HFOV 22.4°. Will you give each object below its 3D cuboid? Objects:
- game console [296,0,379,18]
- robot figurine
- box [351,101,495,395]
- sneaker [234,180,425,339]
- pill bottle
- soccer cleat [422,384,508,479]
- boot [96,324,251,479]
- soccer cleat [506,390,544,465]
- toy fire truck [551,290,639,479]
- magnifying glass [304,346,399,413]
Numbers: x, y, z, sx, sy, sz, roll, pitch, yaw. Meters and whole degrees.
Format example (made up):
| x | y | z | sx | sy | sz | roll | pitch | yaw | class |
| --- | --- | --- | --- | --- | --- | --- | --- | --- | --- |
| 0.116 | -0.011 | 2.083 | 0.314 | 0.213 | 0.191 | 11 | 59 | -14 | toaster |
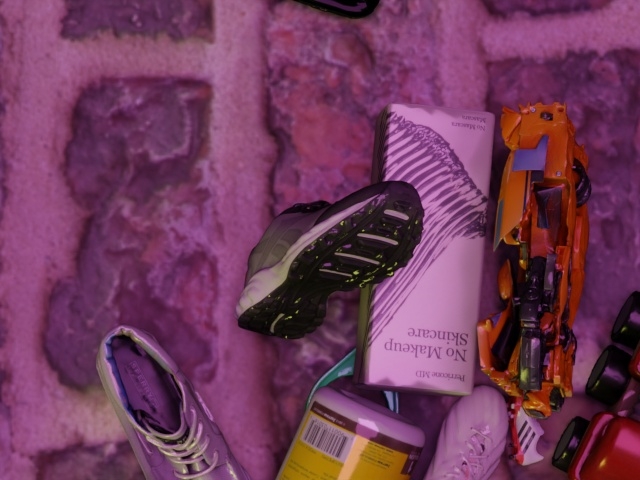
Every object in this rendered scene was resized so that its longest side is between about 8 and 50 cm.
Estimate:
| x | y | z | sx | sy | sz | roll | pitch | yaw | class |
| --- | --- | --- | --- | --- | --- | --- | --- | --- | --- |
| -0.100 | -0.336 | 1.656 | 0.361 | 0.044 | 0.213 | 18 | 82 | -1 | game console |
| 0.209 | 0.026 | 1.552 | 0.085 | 0.211 | 0.291 | 3 | 76 | 18 | robot figurine |
| 0.100 | 0.011 | 1.565 | 0.113 | 0.094 | 0.275 | 5 | 83 | -6 | box |
| -0.001 | 0.000 | 1.513 | 0.100 | 0.271 | 0.108 | 15 | 60 | -28 | sneaker |
| 0.008 | 0.255 | 1.526 | 0.117 | 0.117 | 0.215 | 24 | 90 | 1 | pill bottle |
| 0.132 | 0.231 | 1.570 | 0.068 | 0.076 | 0.196 | 28 | 81 | 1 | soccer cleat |
| -0.139 | 0.196 | 1.538 | 0.095 | 0.123 | 0.258 | -34 | 85 | -7 | boot |
| 0.205 | 0.182 | 1.607 | 0.036 | 0.029 | 0.083 | -2 | 85 | -12 | soccer cleat |
| 0.345 | 0.157 | 1.506 | 0.158 | 0.246 | 0.217 | 27 | 81 | 2 | toy fire truck |
| 0.057 | 0.112 | 1.610 | 0.092 | 0.026 | 0.231 | 24 | 81 | 1 | magnifying glass |
